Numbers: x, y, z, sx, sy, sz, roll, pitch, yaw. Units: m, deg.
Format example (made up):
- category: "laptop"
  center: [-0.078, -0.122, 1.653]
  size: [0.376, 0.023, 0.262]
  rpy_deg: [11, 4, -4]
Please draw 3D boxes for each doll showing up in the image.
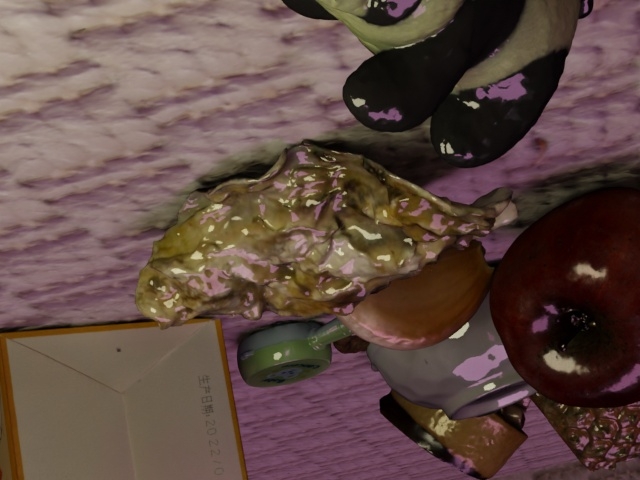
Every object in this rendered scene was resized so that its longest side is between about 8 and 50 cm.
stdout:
- category: "doll"
  center: [0.063, -0.141, 0.828]
  size: [0.234, 0.143, 0.135]
  rpy_deg: [13, 126, -50]

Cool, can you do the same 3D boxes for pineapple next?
- category: "pineapple"
  center: [0.432, 0.136, 1.796]
  size: [0.362, 0.202, 0.202]
  rpy_deg: [-39, 152, 21]

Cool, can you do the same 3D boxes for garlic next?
- category: "garlic"
  center: [0.074, 0.057, 1.454]
  size: [0.207, 0.115, 0.128]
  rpy_deg: [2, 164, -29]

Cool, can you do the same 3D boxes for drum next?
- category: "drum"
  center: [-0.011, 0.112, 1.667]
  size: [0.130, 0.049, 0.253]
  rpy_deg: [0, 156, -33]

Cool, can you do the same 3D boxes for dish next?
- category: "dish"
  center: [0.200, 0.139, 1.708]
  size: [0.303, 0.120, 0.303]
  rpy_deg: [-18, 162, -6]

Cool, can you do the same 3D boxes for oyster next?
- category: "oyster"
  center: [0.000, 0.002, 1.232]
  size: [0.351, 0.114, 0.238]
  rpy_deg: [-15, 162, 11]

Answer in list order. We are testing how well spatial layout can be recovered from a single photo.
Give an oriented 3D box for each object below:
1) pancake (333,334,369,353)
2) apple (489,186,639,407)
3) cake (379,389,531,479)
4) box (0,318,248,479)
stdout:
- category: "pancake"
  center: [0.112, 0.109, 1.777]
  size: [0.199, 0.021, 0.199]
  rpy_deg: [-12, 163, -4]
- category: "apple"
  center: [0.284, 0.059, 1.425]
  size: [0.234, 0.234, 0.234]
  rpy_deg: [-10, 162, -3]
- category: "cake"
  center: [0.203, 0.207, 1.920]
  size: [0.208, 0.185, 0.178]
  rpy_deg: [27, 99, -31]
- category: "box"
  center: [-0.239, 0.255, 1.577]
  size: [0.260, 0.283, 0.214]
  rpy_deg: [-3, 159, -25]
